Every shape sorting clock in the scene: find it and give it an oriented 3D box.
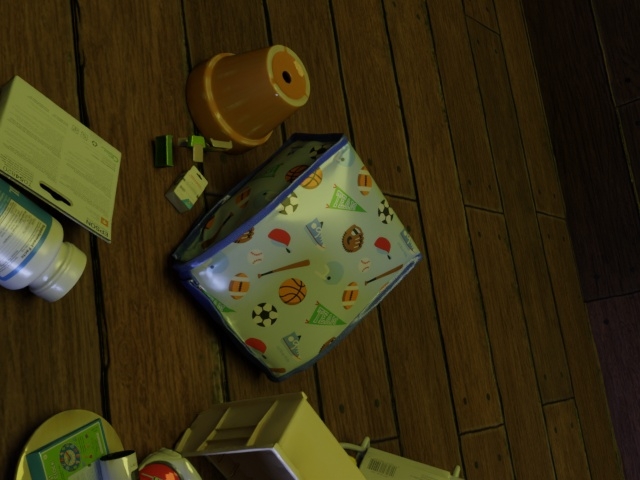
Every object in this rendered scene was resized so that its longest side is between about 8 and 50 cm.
[{"bbox_3d":[-0.365,0.354,1.177,0.206,0.040,0.206,29,56,-56],"label":"shape sorting clock"}]

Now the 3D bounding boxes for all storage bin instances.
[{"bbox_3d":[-0.076,0.399,1.345,0.262,0.260,0.123,55,42,-22],"label":"storage bin"}]

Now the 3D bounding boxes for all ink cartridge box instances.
[{"bbox_3d":[-0.252,-0.097,1.510,0.048,0.028,0.083,53,42,-25],"label":"ink cartridge box"},{"bbox_3d":[-0.415,-0.117,1.246,0.223,0.045,0.224,40,29,-37],"label":"ink cartridge box"}]

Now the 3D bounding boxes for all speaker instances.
[{"bbox_3d":[-0.294,0.386,1.197,0.055,0.055,0.136,-8,87,-53],"label":"speaker"}]

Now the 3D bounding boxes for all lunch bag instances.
[{"bbox_3d":[-0.055,0.032,1.529,0.385,0.239,0.328,-47,116,-19],"label":"lunch bag"}]

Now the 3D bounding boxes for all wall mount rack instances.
[{"bbox_3d":[0.138,0.550,1.579,0.304,0.350,0.130,-57,155,-48],"label":"wall mount rack"}]

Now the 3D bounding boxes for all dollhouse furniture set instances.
[{"bbox_3d":[-0.241,-0.164,1.522,0.152,0.076,0.058,0,89,-50],"label":"dollhouse furniture set"}]

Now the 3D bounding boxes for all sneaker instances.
[{"bbox_3d":[-0.221,0.468,1.294,0.118,0.107,0.279,-38,106,-30],"label":"sneaker"}]

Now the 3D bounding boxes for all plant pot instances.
[{"bbox_3d":[-0.131,-0.298,1.610,0.205,0.188,0.205,23,59,-45],"label":"plant pot"}]

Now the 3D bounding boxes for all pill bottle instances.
[{"bbox_3d":[-0.451,-0.007,1.144,0.221,0.124,0.124,44,46,-34],"label":"pill bottle"}]

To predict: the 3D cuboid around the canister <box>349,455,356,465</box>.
[{"bbox_3d":[0.000,0.494,1.520,0.073,0.126,0.170,75,21,-52],"label":"canister"}]
